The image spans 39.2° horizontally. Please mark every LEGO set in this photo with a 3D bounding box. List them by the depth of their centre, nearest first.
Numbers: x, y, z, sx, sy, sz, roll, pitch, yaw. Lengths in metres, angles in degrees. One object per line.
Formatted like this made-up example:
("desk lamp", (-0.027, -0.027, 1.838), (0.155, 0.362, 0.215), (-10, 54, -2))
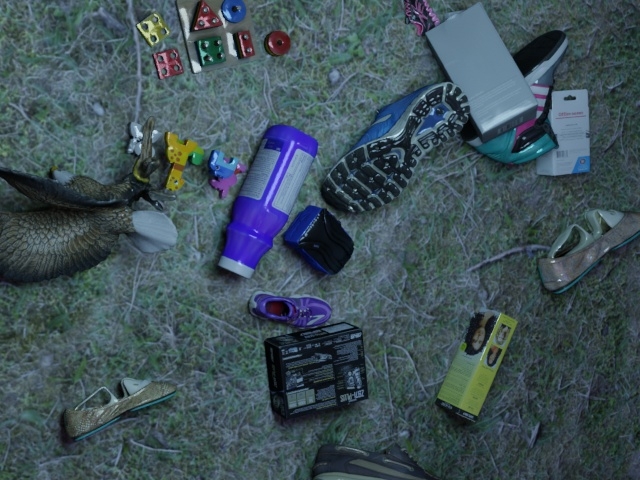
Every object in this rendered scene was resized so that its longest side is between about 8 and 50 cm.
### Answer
("LEGO set", (-0.236, -0.126, 1.584), (0.227, 0.087, 0.093), (20, 87, -25))

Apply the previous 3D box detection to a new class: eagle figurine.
("eagle figurine", (-0.401, -0.056, 1.451), (0.298, 0.225, 0.226), (-25, 109, -39))

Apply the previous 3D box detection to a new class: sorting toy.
("sorting toy", (-0.185, -0.375, 1.603), (0.275, 0.046, 0.132), (-17, 103, -23))

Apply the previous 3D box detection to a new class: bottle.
("bottle", (-0.101, -0.070, 1.638), (0.092, 0.118, 0.282), (26, 83, -26))

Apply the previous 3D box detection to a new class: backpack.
("backpack", (0.000, 0.000, 1.705), (0.120, 0.101, 0.098), (43, 79, -28))

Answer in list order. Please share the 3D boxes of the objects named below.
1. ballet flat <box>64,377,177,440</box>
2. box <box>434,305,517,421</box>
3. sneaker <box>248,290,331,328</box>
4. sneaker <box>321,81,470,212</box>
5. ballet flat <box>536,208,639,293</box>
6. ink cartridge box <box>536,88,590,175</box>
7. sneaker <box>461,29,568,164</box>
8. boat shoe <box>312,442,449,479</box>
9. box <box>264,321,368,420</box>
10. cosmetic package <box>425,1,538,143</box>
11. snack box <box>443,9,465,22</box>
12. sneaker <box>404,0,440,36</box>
("ballet flat", (-0.355, 0.281, 1.586), (0.206, 0.073, 0.067), (-23, 91, -26))
("box", (0.330, 0.259, 1.905), (0.058, 0.087, 0.232), (27, 83, -28))
("sneaker", (-0.052, 0.138, 1.712), (0.170, 0.071, 0.068), (7, 93, -27))
("sneaker", (0.139, -0.181, 1.739), (0.330, 0.147, 0.129), (-39, 107, 5))
("ballet flat", (0.608, -0.006, 2.003), (0.316, 0.107, 0.106), (-34, 96, -19))
("ink cartridge box", (0.527, -0.236, 1.956), (0.104, 0.060, 0.180), (-7, 99, -24))
("sneaker", (0.445, -0.272, 1.861), (0.178, 0.124, 0.295), (38, 92, -28))
("boat shoe", (0.152, 0.473, 1.800), (0.356, 0.132, 0.130), (15, 51, -20))
("box", (-0.007, 0.250, 1.743), (0.180, 0.077, 0.147), (-11, 100, -24))
("cosmetic package", (0.313, -0.325, 1.751), (0.127, 0.107, 0.238), (-27, 78, 8))
("snack box", (0.297, -0.382, 1.849), (0.064, 0.022, 0.178), (-16, 102, -26))
("sneaker", (0.186, -0.456, 1.778), (0.057, 0.047, 0.119), (-40, 110, -4))
